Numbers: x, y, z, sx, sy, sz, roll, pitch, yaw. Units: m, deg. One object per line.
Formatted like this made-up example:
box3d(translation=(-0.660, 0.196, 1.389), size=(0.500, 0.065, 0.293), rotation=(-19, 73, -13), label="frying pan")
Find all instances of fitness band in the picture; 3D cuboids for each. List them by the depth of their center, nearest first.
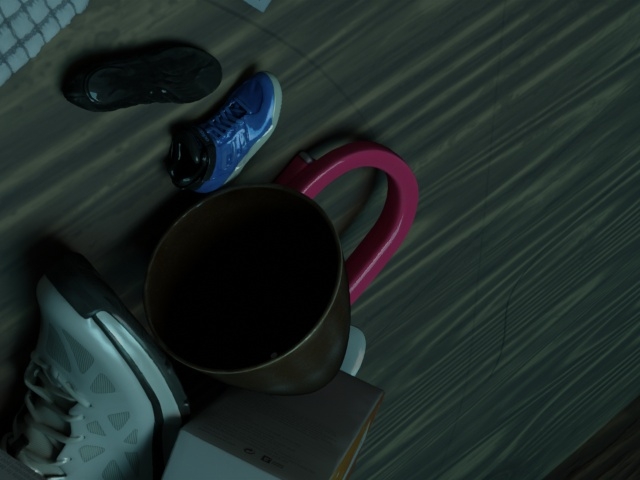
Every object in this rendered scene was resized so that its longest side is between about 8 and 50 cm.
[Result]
box3d(translation=(0.000, 0.000, 1.195), size=(0.291, 0.054, 0.209), rotation=(-50, 136, 8), label="fitness band")

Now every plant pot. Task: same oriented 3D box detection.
box3d(translation=(-0.051, 0.085, 1.057), size=(0.215, 0.215, 0.230), rotation=(-42, 148, -6), label="plant pot")

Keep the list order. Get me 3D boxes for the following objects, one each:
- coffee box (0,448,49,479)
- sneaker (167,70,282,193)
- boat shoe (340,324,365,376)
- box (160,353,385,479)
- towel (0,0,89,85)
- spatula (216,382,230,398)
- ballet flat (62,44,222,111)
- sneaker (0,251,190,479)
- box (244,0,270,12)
box3d(translation=(-0.399, 0.407, 0.880), size=(0.334, 0.337, 0.338), rotation=(-44, 153, -44), label="coffee box")
box3d(translation=(-0.105, -0.114, 0.989), size=(0.152, 0.058, 0.084), rotation=(-53, 155, 22), label="sneaker")
box3d(translation=(-0.007, 0.216, 1.436), size=(0.219, 0.077, 0.070), rotation=(-55, 180, 7), label="boat shoe")
box3d(translation=(-0.066, 0.293, 1.160), size=(0.215, 0.168, 0.345), rotation=(-69, 170, 15), label="box")
box3d(translation=(-0.247, -0.238, 0.593), size=(0.284, 0.121, 0.235), rotation=(-57, 146, -31), label="towel")
box3d(translation=(-0.063, 0.097, 1.279), size=(0.084, 0.030, 0.296), rotation=(0, 125, -48), label="spatula")
box3d(translation=(-0.166, -0.158, 0.906), size=(0.173, 0.049, 0.057), rotation=(-16, 109, -44), label="ballet flat")
box3d(translation=(-0.287, 0.220, 1.041), size=(0.257, 0.169, 0.447), rotation=(-33, 147, -21), label="sneaker")
box3d(translation=(-0.052, -0.317, 0.852), size=(0.186, 0.038, 0.145), rotation=(-55, 146, 11), label="box")
